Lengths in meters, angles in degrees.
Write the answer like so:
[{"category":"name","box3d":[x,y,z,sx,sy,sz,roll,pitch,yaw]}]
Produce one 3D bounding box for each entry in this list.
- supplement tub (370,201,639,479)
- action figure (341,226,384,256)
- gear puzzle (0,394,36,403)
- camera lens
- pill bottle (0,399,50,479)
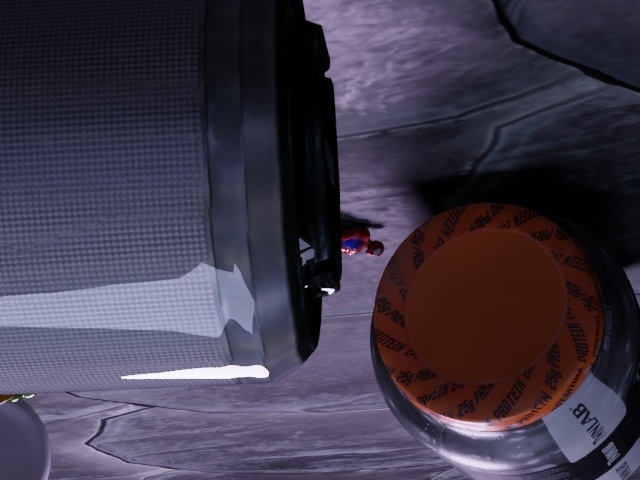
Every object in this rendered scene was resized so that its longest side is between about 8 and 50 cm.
[{"category":"supplement tub","box3d":[0.161,0.095,1.256,0.207,0.207,0.338,-7,163,15]},{"category":"action figure","box3d":[0.000,0.000,1.236,0.115,0.030,0.038,5,156,-28]},{"category":"gear puzzle","box3d":[-0.179,0.089,1.213,0.175,0.044,0.339,-15,-172,37]},{"category":"camera lens","box3d":[-0.130,-0.032,0.795,0.274,0.219,0.219,-3,163,3]},{"category":"pill bottle","box3d":[-0.441,0.267,1.827,0.153,0.153,0.264,12,158,-37]}]
